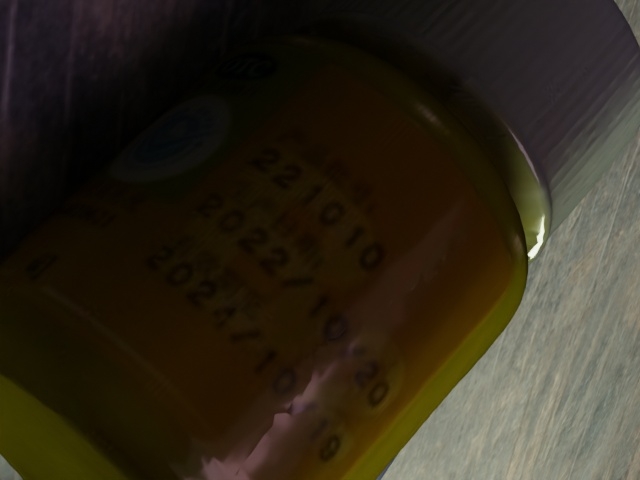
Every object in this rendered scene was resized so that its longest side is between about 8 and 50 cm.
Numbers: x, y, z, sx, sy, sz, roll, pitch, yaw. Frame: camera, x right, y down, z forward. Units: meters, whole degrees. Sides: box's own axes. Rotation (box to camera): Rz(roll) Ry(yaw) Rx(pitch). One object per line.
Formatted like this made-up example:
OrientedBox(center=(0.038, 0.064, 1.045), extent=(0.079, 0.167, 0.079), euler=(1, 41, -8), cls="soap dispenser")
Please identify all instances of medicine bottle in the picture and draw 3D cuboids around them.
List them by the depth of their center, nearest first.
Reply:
OrientedBox(center=(0.000, 0.000, 0.783), extent=(0.384, 0.224, 0.224), euler=(-45, 148, -24), cls="medicine bottle")

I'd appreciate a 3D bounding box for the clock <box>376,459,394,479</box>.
OrientedBox(center=(0.018, 0.052, 0.941), extent=(0.193, 0.144, 0.073), euler=(-55, 156, -11), cls="clock")
